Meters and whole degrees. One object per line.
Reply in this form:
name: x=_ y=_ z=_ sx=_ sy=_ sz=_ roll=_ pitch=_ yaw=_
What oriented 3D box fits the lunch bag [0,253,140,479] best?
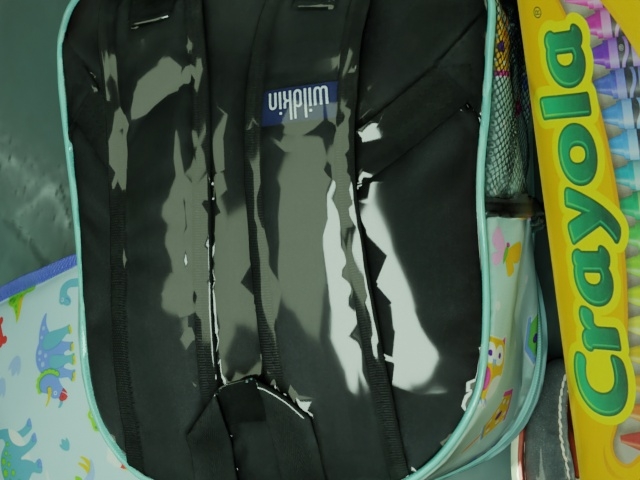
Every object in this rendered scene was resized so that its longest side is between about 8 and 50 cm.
lunch bag: x=-0.073 y=0.068 z=0.731 sx=0.151 sy=0.096 sz=0.128 roll=-26 pitch=71 yaw=45

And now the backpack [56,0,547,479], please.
backpack: x=0.000 y=0.000 z=0.603 sx=0.166 sy=0.144 sz=0.188 roll=-4 pitch=80 yaw=18

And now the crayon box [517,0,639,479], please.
crayon box: x=0.149 y=-0.015 z=0.506 sx=0.165 sy=0.081 sz=0.278 roll=-1 pitch=99 yaw=55

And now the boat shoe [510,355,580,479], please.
boat shoe: x=0.098 y=0.108 z=0.620 sx=0.043 sy=0.049 sz=0.137 roll=-9 pitch=80 yaw=32
